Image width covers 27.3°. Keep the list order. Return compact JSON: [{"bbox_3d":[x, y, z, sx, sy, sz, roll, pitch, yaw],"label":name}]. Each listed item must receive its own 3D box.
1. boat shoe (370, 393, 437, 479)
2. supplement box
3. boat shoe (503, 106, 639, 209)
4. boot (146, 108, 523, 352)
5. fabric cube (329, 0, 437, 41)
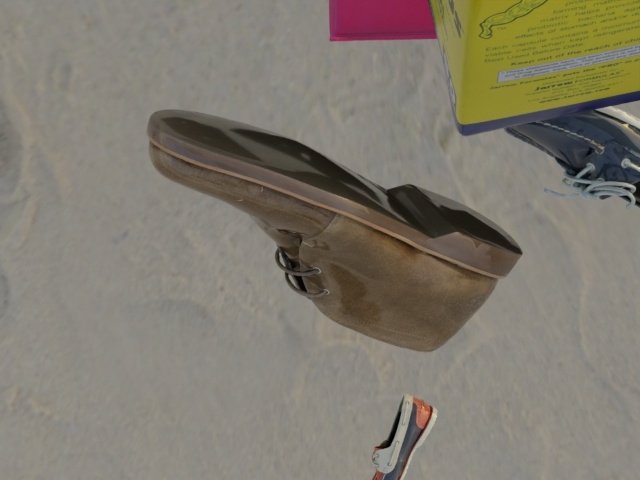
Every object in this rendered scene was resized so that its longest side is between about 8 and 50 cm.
[{"bbox_3d":[0.081,0.238,1.478,0.043,0.049,0.137,28,94,-15],"label":"boat shoe"},{"bbox_3d":[0.177,-0.248,0.964,0.195,0.356,0.194,-12,70,0],"label":"supplement box"},{"bbox_3d":[0.273,-0.069,1.223,0.254,0.095,0.079,20,83,-25],"label":"boat shoe"},{"bbox_3d":[0.000,0.000,0.941,0.305,0.112,0.115,22,110,-28],"label":"boot"},{"bbox_3d":[0.135,-0.393,1.726,0.254,0.259,0.258,0,99,2],"label":"fabric cube"}]
